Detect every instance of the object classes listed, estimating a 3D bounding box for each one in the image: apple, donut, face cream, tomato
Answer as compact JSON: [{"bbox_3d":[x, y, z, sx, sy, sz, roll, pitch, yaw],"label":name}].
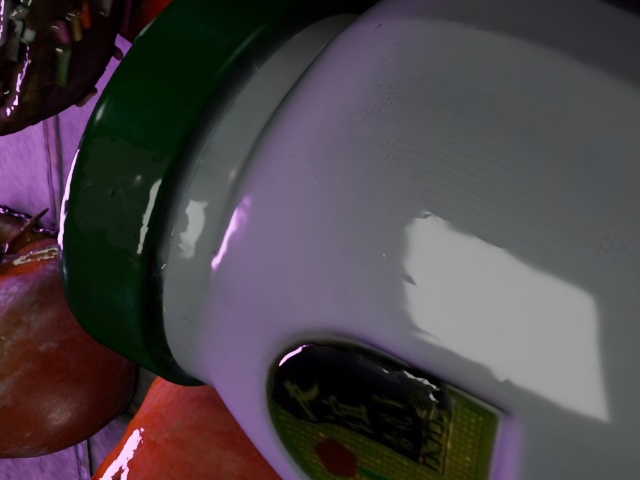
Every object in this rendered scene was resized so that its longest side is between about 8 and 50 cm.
[{"bbox_3d":[-0.059,0.164,0.900,0.164,0.209,0.209,31,134,3],"label":"apple"},{"bbox_3d":[-0.199,-0.193,0.878,0.270,0.103,0.269,30,127,50],"label":"donut"},{"bbox_3d":[0.084,0.029,0.651,0.357,0.219,0.312,27,139,25],"label":"face cream"},{"bbox_3d":[-0.258,0.079,1.093,0.214,0.155,0.180,13,125,39],"label":"tomato"}]

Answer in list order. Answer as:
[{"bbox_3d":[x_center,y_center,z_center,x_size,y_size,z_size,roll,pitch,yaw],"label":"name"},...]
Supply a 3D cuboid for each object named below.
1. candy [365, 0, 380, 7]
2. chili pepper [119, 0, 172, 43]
[{"bbox_3d":[0.026,-0.194,0.694,0.097,0.097,0.209,37,142,24],"label":"candy"},{"bbox_3d":[-0.065,-0.149,0.809,0.071,0.063,0.272,67,158,1],"label":"chili pepper"}]
